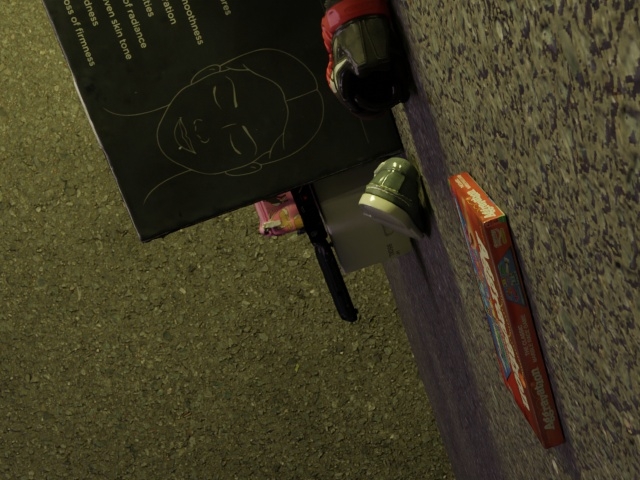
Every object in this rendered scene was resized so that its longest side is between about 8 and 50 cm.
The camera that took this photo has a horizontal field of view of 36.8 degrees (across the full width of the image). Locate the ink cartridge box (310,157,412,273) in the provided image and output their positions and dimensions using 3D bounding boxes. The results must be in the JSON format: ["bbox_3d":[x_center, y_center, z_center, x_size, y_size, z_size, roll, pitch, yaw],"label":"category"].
[{"bbox_3d":[0.047,-0.172,2.066,0.285,0.166,0.394,69,-179,-55],"label":"ink cartridge box"}]

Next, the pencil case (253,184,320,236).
[{"bbox_3d":[-0.127,-0.192,2.251,0.167,0.160,0.386,-104,-5,-60],"label":"pencil case"}]

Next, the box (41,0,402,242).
[{"bbox_3d":[-0.166,-0.314,1.678,0.297,0.472,0.479,-104,-6,-75],"label":"box"}]

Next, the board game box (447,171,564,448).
[{"bbox_3d":[0.202,0.075,1.051,0.145,0.027,0.281,-112,3,-68],"label":"board game box"}]

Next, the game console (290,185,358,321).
[{"bbox_3d":[0.000,0.000,1.973,0.213,0.044,0.361,-111,0,-65],"label":"game console"}]

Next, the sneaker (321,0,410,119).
[{"bbox_3d":[0.064,-0.214,1.292,0.276,0.098,0.135,74,179,-71],"label":"sneaker"}]

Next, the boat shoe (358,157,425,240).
[{"bbox_3d":[0.136,-0.070,1.635,0.319,0.116,0.099,31,-98,-79],"label":"boat shoe"}]
